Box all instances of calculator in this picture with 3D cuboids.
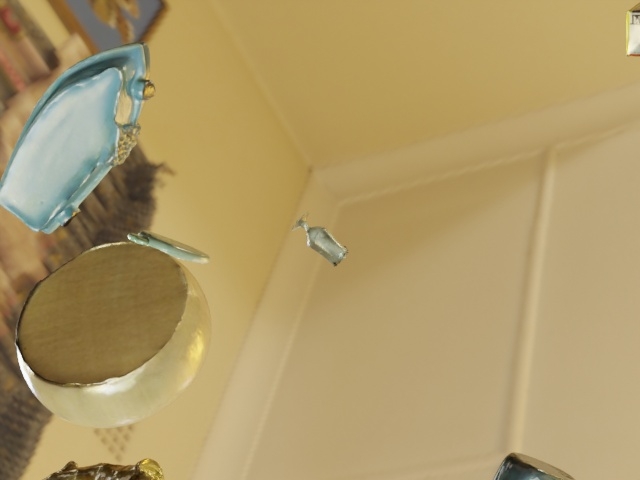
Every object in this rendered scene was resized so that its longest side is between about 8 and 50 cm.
[{"bbox_3d":[-0.250,0.011,1.955,0.095,0.153,0.021,25,-87,48],"label":"calculator"}]

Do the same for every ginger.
[{"bbox_3d":[-0.372,0.433,2.004,0.294,0.086,0.131,-5,-118,32],"label":"ginger"}]

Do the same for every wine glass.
[{"bbox_3d":[0.000,0.000,1.639,0.039,0.083,0.042,-44,172,-42],"label":"wine glass"}]

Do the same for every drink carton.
[{"bbox_3d":[0.388,-0.243,1.281,0.071,0.056,0.166,9,-154,27],"label":"drink carton"}]

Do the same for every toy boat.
[{"bbox_3d":[-0.254,-0.117,1.268,0.238,0.109,0.098,-50,-175,23],"label":"toy boat"}]

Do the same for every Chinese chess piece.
[{"bbox_3d":[-0.263,0.118,1.505,0.250,0.103,0.250,-10,-132,11],"label":"Chinese chess piece"}]

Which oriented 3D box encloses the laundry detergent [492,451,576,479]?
[{"bbox_3d":[0.183,0.318,1.181,0.061,0.097,0.206,31,-83,54],"label":"laundry detergent"}]
